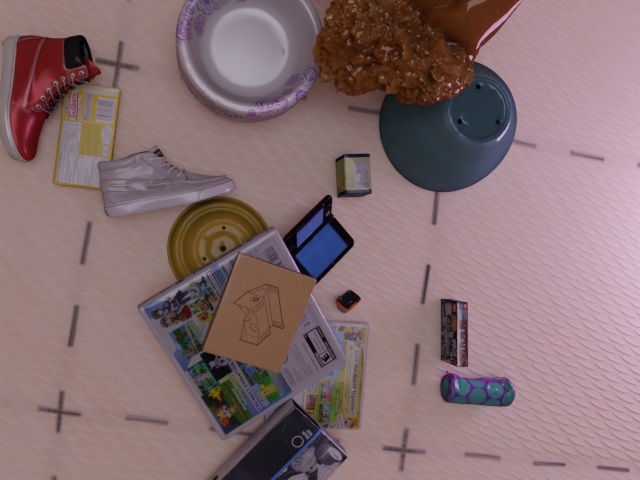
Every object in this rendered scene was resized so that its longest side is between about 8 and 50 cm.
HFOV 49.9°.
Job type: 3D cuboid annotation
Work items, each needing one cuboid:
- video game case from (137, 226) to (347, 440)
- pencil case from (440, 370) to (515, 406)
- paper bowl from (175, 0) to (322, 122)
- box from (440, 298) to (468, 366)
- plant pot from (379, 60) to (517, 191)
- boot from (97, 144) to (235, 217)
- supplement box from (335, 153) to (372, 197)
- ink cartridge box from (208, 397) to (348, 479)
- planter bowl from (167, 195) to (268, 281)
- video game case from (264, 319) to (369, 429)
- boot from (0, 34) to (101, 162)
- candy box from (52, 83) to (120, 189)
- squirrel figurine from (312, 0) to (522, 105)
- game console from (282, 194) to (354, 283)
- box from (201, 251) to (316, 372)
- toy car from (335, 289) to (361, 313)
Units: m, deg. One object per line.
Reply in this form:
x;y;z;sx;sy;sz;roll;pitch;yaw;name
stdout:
-0.143;0.185;1.351;0.300;0.036;0.328;-31;109;-11;video game case
0.341;0.323;1.494;0.152;0.064;0.070;5;104;-12;pencil case
-0.142;-0.376;1.364;0.285;0.148;0.284;0;88;-12;paper bowl
0.285;0.196;1.469;0.027;0.094;0.136;0;89;-12;box
0.288;-0.251;1.425;0.290;0.195;0.290;0;90;-11;plant pot
-0.302;-0.128;1.349;0.258;0.095;0.123;-13;97;-16;boot
0.068;-0.134;1.435;0.056;0.083;0.083;-3;89;-11;supplement box
-0.118;0.493;1.385;0.332;0.065;0.165;-46;101;-3;ink cartridge box
-0.197;0.016;1.377;0.217;0.090;0.217;0;89;-12;planter bowl
-0.007;0.280;1.445;0.207;0.026;0.226;5;87;-11;video game case
-0.506;-0.269;1.300;0.176;0.088;0.244;1;87;5;boot
-0.460;-0.205;1.358;0.105;0.027;0.205;7;88;-9;candy box
0.134;-0.451;1.239;0.371;0.281;0.396;26;80;-23;squirrel figurine
0.000;0.000;1.409;0.085;0.124;0.144;37;67;17;game console
-0.118;0.140;1.319;0.165;0.021;0.201;20;94;-21;box
0.021;0.117;1.456;0.122;0.060;0.040;26;128;6;toy car
